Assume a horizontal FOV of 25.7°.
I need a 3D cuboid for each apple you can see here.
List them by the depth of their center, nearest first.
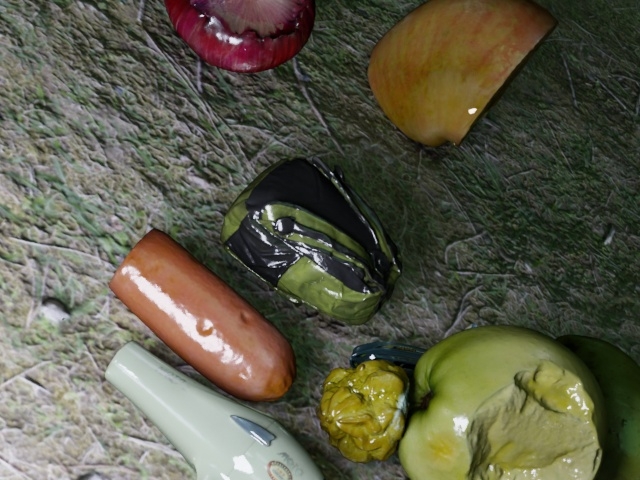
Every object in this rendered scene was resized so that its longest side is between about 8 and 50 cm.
[{"bbox_3d":[0.234,0.237,1.823,0.279,0.279,0.279,25,39,-22],"label":"apple"},{"bbox_3d":[0.245,-0.300,2.436,0.309,0.314,0.252,-37,124,-54],"label":"apple"}]

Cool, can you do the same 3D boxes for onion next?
[{"bbox_3d":[-0.129,-0.360,2.177,0.248,0.161,0.248,20,34,-15],"label":"onion"}]

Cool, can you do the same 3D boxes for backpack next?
[{"bbox_3d":[0.000,0.000,1.944,0.253,0.140,0.207,38,38,1],"label":"backpack"}]

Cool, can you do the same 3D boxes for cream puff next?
[{"bbox_3d":[0.046,0.214,1.787,0.116,0.146,0.146,12,43,-13],"label":"cream puff"}]

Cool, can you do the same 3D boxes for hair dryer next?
[{"bbox_3d":[-0.172,0.244,1.591,0.298,0.119,0.296,-20,61,-37],"label":"hair dryer"}]

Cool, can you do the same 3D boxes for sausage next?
[{"bbox_3d":[-0.140,0.102,1.738,0.259,0.113,0.113,42,36,1],"label":"sausage"}]

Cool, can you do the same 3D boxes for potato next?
[{"bbox_3d":[0.394,0.268,1.987,0.216,0.216,0.304,16,32,-32],"label":"potato"}]

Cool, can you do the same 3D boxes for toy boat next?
[{"bbox_3d":[0.096,0.169,1.932,0.141,0.055,0.060,14,38,-34],"label":"toy boat"}]

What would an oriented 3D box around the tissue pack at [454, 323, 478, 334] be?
[{"bbox_3d":[0.204,0.174,2.014,0.059,0.074,0.094,46,34,-8],"label":"tissue pack"}]
